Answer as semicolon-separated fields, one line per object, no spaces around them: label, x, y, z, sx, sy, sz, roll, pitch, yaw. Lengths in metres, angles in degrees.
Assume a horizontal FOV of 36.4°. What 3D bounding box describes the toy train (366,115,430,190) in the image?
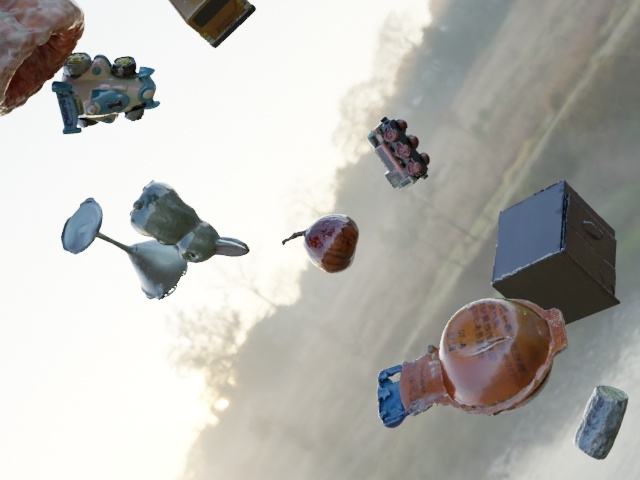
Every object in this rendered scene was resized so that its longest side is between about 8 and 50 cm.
toy train;0.140;-0.161;1.795;0.087;0.138;0.050;-29;10;39

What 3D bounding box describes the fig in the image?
fig;0.016;0.002;1.984;0.128;0.150;0.128;-19;-63;-42

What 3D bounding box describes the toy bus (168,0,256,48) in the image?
toy bus;-0.203;-0.406;1.506;0.098;0.201;0.114;-42;-26;10

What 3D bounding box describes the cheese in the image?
cheese;0.230;0.194;1.521;0.329;0.129;0.217;-27;38;23

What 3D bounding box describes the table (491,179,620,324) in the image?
table;0.444;0.027;1.819;0.172;0.169;0.193;-30;31;39

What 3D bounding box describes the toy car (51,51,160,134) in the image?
toy car;-0.352;-0.231;1.593;0.098;0.161;0.126;-81;-8;-49

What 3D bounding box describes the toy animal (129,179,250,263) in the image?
toy animal;-0.260;-0.013;1.869;0.108;0.236;0.138;-51;1;11

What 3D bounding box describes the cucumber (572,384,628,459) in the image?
cucumber;0.440;0.283;1.521;0.064;0.064;0.112;-34;-34;-77

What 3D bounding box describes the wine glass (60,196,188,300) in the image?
wine glass;-0.392;0.013;1.953;0.232;0.156;0.156;31;-87;-44

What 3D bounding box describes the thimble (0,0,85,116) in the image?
thimble;-0.477;-0.305;1.441;0.239;0.162;0.239;-47;5;5
